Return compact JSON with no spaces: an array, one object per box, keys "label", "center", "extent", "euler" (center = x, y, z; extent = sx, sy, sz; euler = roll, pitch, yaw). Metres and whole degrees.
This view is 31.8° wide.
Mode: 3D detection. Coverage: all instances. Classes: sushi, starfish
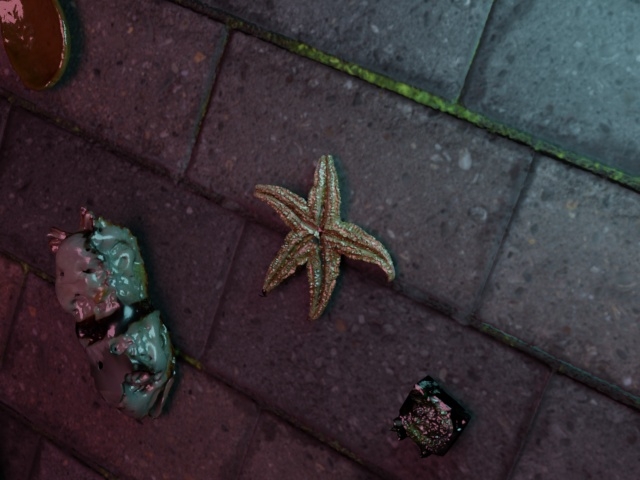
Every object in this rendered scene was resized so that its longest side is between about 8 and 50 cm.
[{"label":"sushi","center":[0.146,0.241,1.490],"extent":[0.083,0.056,0.085],"euler":[35,109,15]},{"label":"starfish","center":[0.000,0.000,1.561],"extent":[0.240,0.043,0.227],"euler":[28,109,22]},{"label":"sushi","center":[-0.311,0.114,1.696],"extent":[0.124,0.130,0.332],"euler":[-23,83,29]}]

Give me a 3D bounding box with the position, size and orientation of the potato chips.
[{"label":"potato chips","center":[-0.453,-0.342,1.792],"extent":[0.150,0.049,0.202],"euler":[-39,76,30]}]
